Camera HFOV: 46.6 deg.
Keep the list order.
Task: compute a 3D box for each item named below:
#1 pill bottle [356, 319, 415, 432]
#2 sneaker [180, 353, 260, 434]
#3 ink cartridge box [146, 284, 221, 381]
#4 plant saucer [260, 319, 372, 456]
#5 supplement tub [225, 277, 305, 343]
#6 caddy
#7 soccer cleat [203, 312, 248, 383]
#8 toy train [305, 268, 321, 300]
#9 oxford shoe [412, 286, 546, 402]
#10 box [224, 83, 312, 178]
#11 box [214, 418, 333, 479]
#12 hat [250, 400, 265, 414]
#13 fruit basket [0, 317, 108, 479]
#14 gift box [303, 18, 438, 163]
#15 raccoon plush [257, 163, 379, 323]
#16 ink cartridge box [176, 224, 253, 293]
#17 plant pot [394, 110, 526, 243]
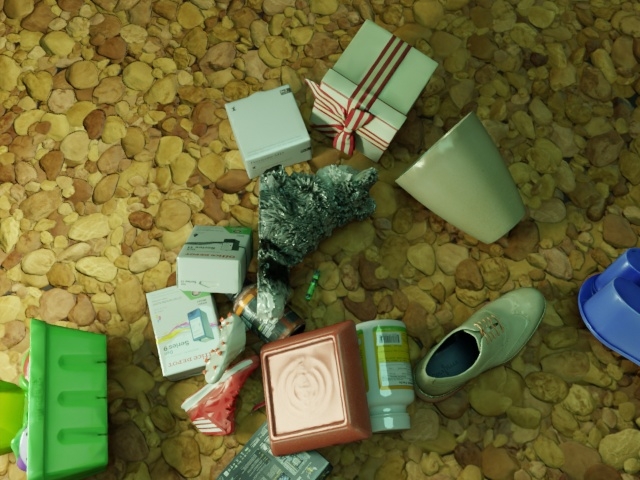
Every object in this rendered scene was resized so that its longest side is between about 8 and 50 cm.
[{"bbox_3d":[0.145,0.317,1.720,0.136,0.136,0.246,-5,70,0],"label":"pill bottle"},{"bbox_3d":[-0.206,0.371,1.738,0.221,0.087,0.128,-37,82,11],"label":"sneaker"},{"bbox_3d":[-0.318,0.216,1.792,0.154,0.093,0.213,-14,73,-4],"label":"ink cartridge box"},{"bbox_3d":[-0.027,0.323,1.629,0.259,0.047,0.259,-19,67,28],"label":"plant saucer"},{"bbox_3d":[-0.137,0.174,1.795,0.198,0.106,0.106,42,76,14],"label":"supplement tub"},{"bbox_3d":[0.778,0.181,1.736,0.341,0.179,0.241,33,50,12],"label":"caddy"},{"bbox_3d":[-0.209,0.252,1.702,0.076,0.068,0.196,43,38,-25],"label":"soccer cleat"},{"bbox_3d":[-0.018,0.110,1.858,0.017,0.024,0.083,19,71,8],"label":"toy train"},{"bbox_3d":[0.387,0.233,1.735,0.397,0.146,0.140,-38,71,-15],"label":"oxford shoe"},{"bbox_3d":[-0.135,-0.286,1.955,0.180,0.119,0.182,-19,71,-5],"label":"box"},{"bbox_3d":[-0.113,0.537,1.668,0.183,0.059,0.233,34,74,28],"label":"box"},{"bbox_3d":[-0.031,0.324,1.781,0.208,0.183,0.173,15,63,-40],"label":"hat"},{"bbox_3d":[-0.666,0.381,1.668,0.391,0.283,0.392,6,67,-15],"label":"fruit basket"},{"bbox_3d":[0.107,-0.373,1.915,0.276,0.255,0.258,30,72,5],"label":"gift box"},{"bbox_3d":[0.000,0.000,1.805,0.299,0.216,0.447,1,70,-3],"label":"raccoon plush"},{"bbox_3d":[-0.251,0.042,1.792,0.153,0.208,0.087,3,113,1],"label":"ink cartridge box"},{"bbox_3d":[0.371,-0.133,1.841,0.256,0.256,0.274,-43,91,-13],"label":"plant pot"}]
